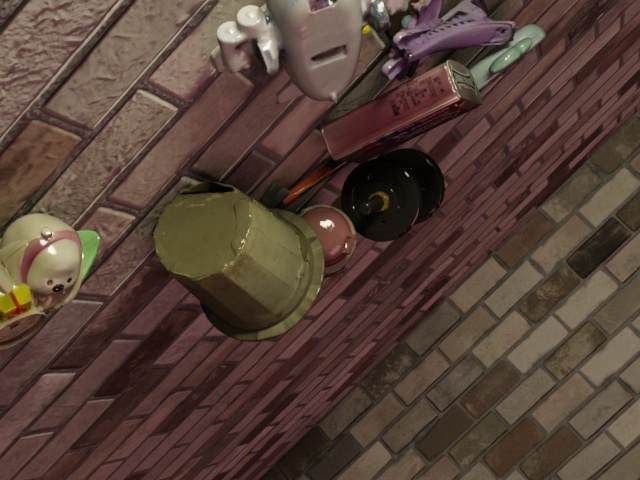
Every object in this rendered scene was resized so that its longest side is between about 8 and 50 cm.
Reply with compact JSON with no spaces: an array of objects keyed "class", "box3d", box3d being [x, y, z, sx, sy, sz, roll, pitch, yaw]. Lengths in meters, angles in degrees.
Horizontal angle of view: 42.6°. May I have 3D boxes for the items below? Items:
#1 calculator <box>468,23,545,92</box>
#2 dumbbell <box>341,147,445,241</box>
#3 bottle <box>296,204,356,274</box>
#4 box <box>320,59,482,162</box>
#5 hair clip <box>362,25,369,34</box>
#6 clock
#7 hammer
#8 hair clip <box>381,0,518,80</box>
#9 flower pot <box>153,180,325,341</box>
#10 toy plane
[{"class":"calculator","box3d":[0.294,-0.295,1.402,0.185,0.041,0.299,-38,180,2]},{"class":"dumbbell","box3d":[0.132,-0.084,1.456,0.143,0.143,0.325,-51,170,25]},{"class":"bottle","box3d":[0.000,0.000,1.370,0.120,0.120,0.253,-41,176,-5]},{"class":"box","box3d":[0.122,-0.189,1.243,0.224,0.069,0.120,-25,171,29]},{"class":"hair clip","box3d":[0.082,-0.333,1.001,0.072,0.046,0.173,-34,163,-53]},{"class":"clock","box3d":[-0.344,0.045,0.887,0.231,0.103,0.144,-30,166,-30]},{"class":"hammer","box3d":[0.013,-0.117,1.362,0.288,0.033,0.111,-37,161,-18]},{"class":"hair clip","box3d":[0.173,-0.300,1.213,0.278,0.090,0.137,-21,148,-39]},{"class":"flower pot","box3d":[-0.120,0.013,1.162,0.212,0.212,0.202,-42,150,-2]},{"class":"toy plane","box3d":[-0.008,-0.242,0.929,0.245,0.117,0.244,-19,155,-9]}]
